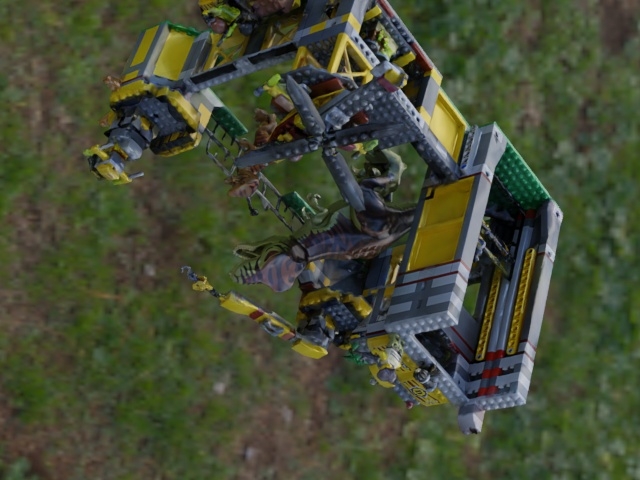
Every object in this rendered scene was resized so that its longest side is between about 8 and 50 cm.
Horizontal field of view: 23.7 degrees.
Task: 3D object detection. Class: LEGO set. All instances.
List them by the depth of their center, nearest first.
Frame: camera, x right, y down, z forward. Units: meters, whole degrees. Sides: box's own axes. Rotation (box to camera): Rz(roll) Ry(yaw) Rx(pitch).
[{"bbox_3d":[0.000,0.000,0.978,0.331,0.255,0.192,56,38,-38],"label":"LEGO set"}]
